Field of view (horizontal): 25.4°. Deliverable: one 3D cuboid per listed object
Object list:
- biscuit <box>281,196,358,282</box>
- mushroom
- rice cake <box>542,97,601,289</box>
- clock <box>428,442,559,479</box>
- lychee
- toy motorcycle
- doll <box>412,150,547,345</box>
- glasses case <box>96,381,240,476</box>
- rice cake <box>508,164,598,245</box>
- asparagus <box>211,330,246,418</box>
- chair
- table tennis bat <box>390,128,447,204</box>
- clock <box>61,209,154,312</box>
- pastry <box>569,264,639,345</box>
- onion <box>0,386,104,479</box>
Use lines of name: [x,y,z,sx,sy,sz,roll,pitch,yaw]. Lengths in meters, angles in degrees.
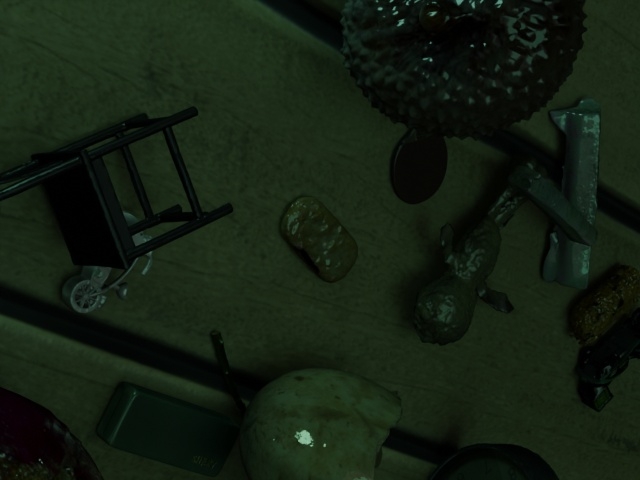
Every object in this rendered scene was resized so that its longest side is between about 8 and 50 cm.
biscuit: [0.000,0.000,1.838,0.071,0.018,0.147,-53,130,-12]
mushroom: [-0.016,0.269,1.814,0.195,0.189,0.253,-65,178,26]
rice cake: [0.370,-0.065,2.090,0.081,0.051,0.290,-2,112,-2]
clock: [0.238,0.426,2.026,0.055,0.280,0.280,16,97,-36]
lychee: [0.168,-0.263,1.708,0.300,0.300,0.300,-15,116,-33]
toy motorcycle: [0.476,0.183,2.264,0.173,0.058,0.100,-44,136,-15]
doll: [0.216,0.010,1.973,0.203,0.091,0.285,0,111,-58]
glasses case: [-0.187,0.237,1.770,0.184,0.039,0.077,26,91,-42]
rice cake: [0.331,-0.044,1.996,0.211,0.043,0.034,36,82,-45]
asparagus: [-0.113,0.184,1.824,0.016,0.016,0.162,-46,131,-39]
chair: [-0.250,-0.041,1.520,0.260,0.154,0.141,-27,104,-29]
table tennis bat: [0.132,-0.123,1.897,0.095,0.014,0.158,-19,121,-30]
clock: [-0.245,0.029,1.640,0.087,0.041,0.129,32,82,-38]
pastry: [0.443,0.099,2.206,0.140,0.056,0.080,-35,133,-31]
onion: [-0.392,0.269,1.480,0.337,0.282,0.260,-15,84,-46]
